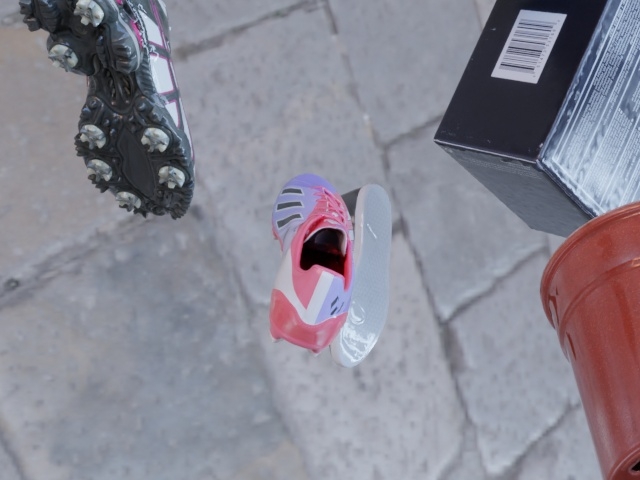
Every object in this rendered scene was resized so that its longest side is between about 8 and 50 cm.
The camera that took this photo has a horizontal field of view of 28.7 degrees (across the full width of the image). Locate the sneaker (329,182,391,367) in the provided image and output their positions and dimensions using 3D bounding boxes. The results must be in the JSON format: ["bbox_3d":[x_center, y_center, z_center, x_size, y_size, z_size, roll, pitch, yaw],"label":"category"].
[{"bbox_3d":[0.023,0.061,1.948,0.104,0.147,0.296,29,61,-44],"label":"sneaker"}]

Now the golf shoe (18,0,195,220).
[{"bbox_3d":[-0.151,-0.134,1.047,0.273,0.105,0.120,78,25,-44],"label":"golf shoe"}]

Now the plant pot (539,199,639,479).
[{"bbox_3d":[0.376,0.141,1.288,0.272,0.272,0.265,45,31,-36],"label":"plant pot"}]

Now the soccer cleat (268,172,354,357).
[{"bbox_3d":[0.000,0.000,1.120,0.083,0.095,0.248,21,33,-10],"label":"soccer cleat"}]

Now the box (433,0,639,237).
[{"bbox_3d":[0.342,-0.183,1.693,0.294,0.182,0.296,35,77,-46],"label":"box"}]
